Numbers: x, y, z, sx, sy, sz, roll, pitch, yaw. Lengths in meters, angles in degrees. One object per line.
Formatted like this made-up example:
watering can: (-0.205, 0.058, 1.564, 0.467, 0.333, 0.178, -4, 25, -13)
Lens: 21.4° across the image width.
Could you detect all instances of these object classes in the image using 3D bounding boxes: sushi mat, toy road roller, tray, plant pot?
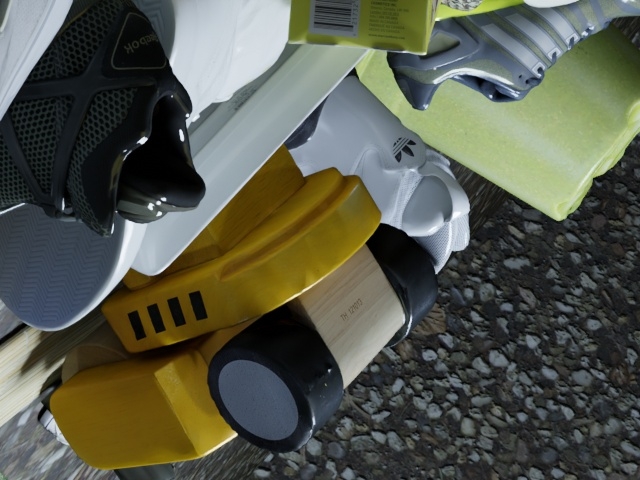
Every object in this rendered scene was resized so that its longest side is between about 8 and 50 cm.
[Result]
sushi mat: (-0.260, 0.122, 1.366, 0.316, 0.019, 0.151, -41, 168, -47)
toy road roller: (-0.091, 0.026, 1.339, 0.329, 0.241, 0.202, -18, -162, 44)
tray: (-0.069, -0.096, 1.183, 0.270, 0.145, 0.030, -48, 128, -16)
plant pot: (0.201, -0.164, 1.710, 0.276, 0.254, 0.276, -49, 171, -10)

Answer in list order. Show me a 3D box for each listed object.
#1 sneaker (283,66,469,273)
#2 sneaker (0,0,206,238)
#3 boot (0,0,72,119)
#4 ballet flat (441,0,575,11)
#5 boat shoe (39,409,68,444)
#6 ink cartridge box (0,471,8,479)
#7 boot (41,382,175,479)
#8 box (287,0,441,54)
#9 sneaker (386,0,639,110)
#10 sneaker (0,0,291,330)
sneaker: (0.000, 0.000, 1.526, 0.137, 0.210, 0.366, -43, 168, -38)
sneaker: (-0.148, -0.034, 0.894, 0.227, 0.130, 0.087, -39, 176, 36)
boot: (-0.205, -0.048, 0.745, 0.258, 0.095, 0.123, -65, 163, 6)
ballet flat: (0.177, -0.272, 1.395, 0.164, 0.182, 0.483, -58, 169, 32)
boat shoe: (-0.242, 0.176, 1.609, 0.035, 0.035, 0.100, -47, 171, -18)
ink cartridge box: (-0.326, 0.254, 1.414, 0.171, 0.056, 0.235, -44, 178, 0)
boot: (-0.174, 0.172, 1.548, 0.077, 0.137, 0.198, -41, 178, 15)
box: (0.036, -0.172, 1.083, 0.232, 0.087, 0.058, -66, 160, -69)
sneaker: (0.190, -0.191, 1.553, 0.300, 0.121, 0.111, -10, -175, -12)
sneaker: (-0.103, -0.074, 1.068, 0.169, 0.108, 0.292, -35, 161, -50)
